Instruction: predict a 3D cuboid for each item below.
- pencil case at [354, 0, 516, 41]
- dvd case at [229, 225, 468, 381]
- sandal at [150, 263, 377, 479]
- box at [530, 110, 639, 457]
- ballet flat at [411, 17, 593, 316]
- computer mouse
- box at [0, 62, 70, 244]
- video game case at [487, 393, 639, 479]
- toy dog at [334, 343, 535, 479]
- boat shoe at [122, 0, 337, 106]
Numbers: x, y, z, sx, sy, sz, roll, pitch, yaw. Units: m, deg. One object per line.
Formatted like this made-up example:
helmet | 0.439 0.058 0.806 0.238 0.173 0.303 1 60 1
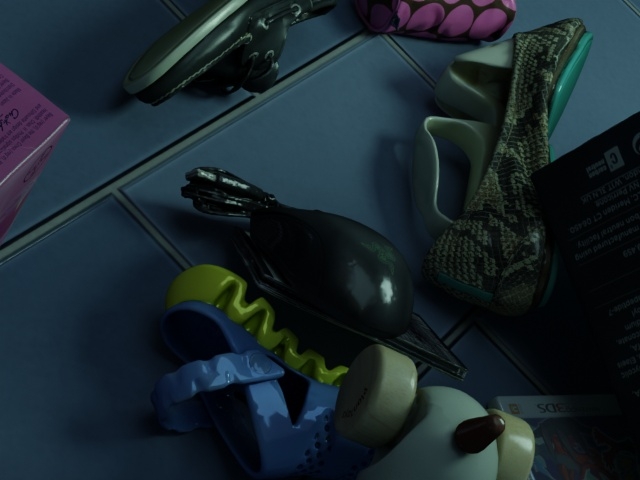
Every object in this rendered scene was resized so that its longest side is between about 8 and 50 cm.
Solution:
pencil case | 0.149 -0.295 1.687 0.209 0.098 0.095 -4 59 -38
dvd case | 0.023 0.059 1.297 0.221 0.018 0.164 27 8 -19
sandal | -0.025 0.162 1.187 0.317 0.126 0.138 32 46 3
box | 0.536 0.074 1.422 0.480 0.297 0.472 -5 70 -45
ballet flat | 0.202 -0.119 1.557 0.182 0.164 0.483 16 47 3
computer mouse | 0.000 0.000 1.253 0.188 0.072 0.272 22 11 -36
box | -0.325 0.001 1.006 0.117 0.243 0.213 38 42 -3
video game case | 0.277 0.249 1.389 0.183 0.023 0.201 3 55 -33
toy dog | 0.074 0.245 1.052 0.220 0.161 0.334 4 80 -17
boat shoe | -0.081 -0.215 1.449 0.113 0.127 0.340 57 37 -17
